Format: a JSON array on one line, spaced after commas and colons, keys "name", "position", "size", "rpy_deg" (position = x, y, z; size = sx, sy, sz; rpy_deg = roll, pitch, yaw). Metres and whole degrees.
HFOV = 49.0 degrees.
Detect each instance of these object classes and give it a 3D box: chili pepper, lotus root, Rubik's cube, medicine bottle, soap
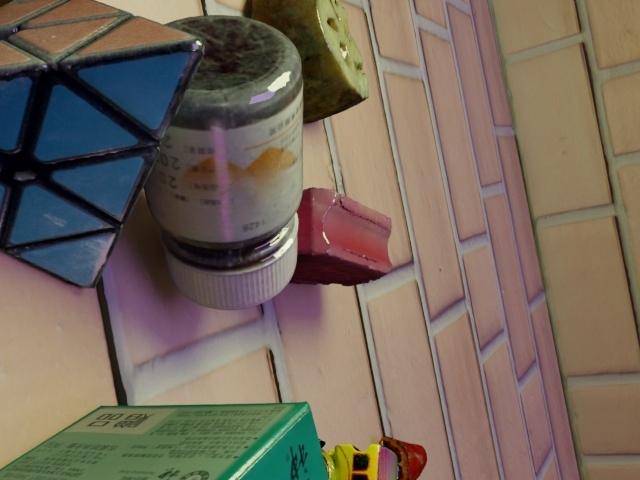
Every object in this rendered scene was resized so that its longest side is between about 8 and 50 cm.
[{"name": "chili pepper", "position": [0.149, 0.378, 1.217], "size": [0.169, 0.065, 0.088], "rpy_deg": [21, 66, -63]}, {"name": "lotus root", "position": [-0.018, -0.287, 1.071], "size": [0.235, 0.119, 0.138], "rpy_deg": [66, 26, -24]}, {"name": "Rubik's cube", "position": [-0.245, -0.107, 0.583], "size": [0.228, 0.229, 0.233], "rpy_deg": [-55, -177, -5]}, {"name": "medicine bottle", "position": [-0.098, -0.071, 0.716], "size": [0.273, 0.165, 0.165], "rpy_deg": [90, 15, -45]}, {"name": "soap", "position": [0.000, 0.000, 0.961], "size": [0.250, 0.162, 0.099], "rpy_deg": [18, 66, -59]}]

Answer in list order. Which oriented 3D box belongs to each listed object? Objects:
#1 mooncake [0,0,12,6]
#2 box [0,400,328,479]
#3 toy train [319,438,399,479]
[{"name": "mooncake", "position": [-0.319, -0.278, 0.529], "size": [0.235, 0.117, 0.234], "rpy_deg": [14, 72, -48]}, {"name": "box", "position": [-0.134, 0.206, 0.572], "size": [0.153, 0.245, 0.092], "rpy_deg": [-27, 107, -59]}, {"name": "toy train", "position": [0.016, 0.395, 0.869], "size": [0.100, 0.161, 0.296], "rpy_deg": [51, 39, -51]}]
